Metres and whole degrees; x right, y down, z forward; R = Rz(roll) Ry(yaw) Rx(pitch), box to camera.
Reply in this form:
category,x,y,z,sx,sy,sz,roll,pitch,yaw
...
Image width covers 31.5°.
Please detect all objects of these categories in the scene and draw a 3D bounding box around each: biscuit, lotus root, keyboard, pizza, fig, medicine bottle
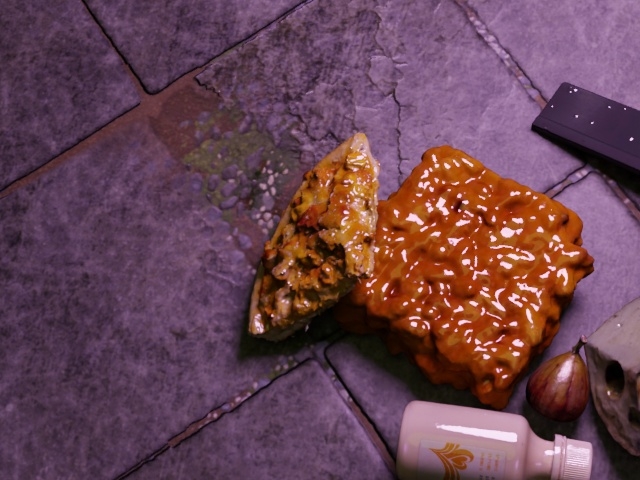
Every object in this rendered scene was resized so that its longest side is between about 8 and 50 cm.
category,x,y,z,sx,sy,sz,roll,pitch,yaw
biscuit,0.203,0.042,1.607,0.312,0.110,0.318,31,76,20
lotus root,0.510,0.150,1.518,0.314,0.142,0.210,-22,103,-5
keyboard,0.454,-0.142,1.643,0.310,0.018,0.101,29,75,34
pizza,0.000,0.000,1.605,0.335,0.086,0.226,-60,30,-3
fig,0.332,0.182,1.533,0.089,0.089,0.125,27,100,17
medicine bottle,0.231,0.283,1.509,0.252,0.114,0.114,6,71,10
